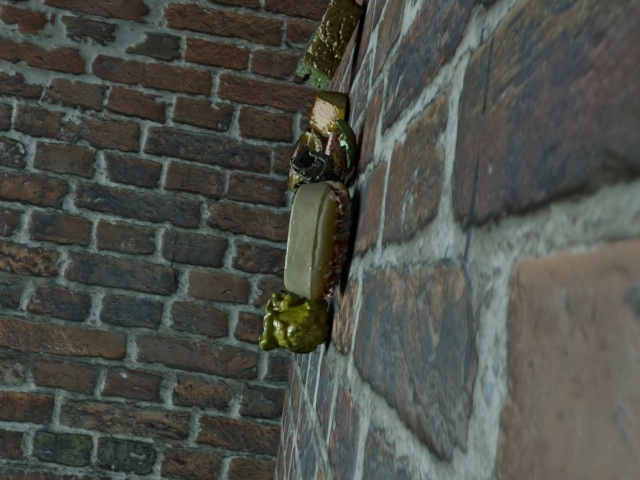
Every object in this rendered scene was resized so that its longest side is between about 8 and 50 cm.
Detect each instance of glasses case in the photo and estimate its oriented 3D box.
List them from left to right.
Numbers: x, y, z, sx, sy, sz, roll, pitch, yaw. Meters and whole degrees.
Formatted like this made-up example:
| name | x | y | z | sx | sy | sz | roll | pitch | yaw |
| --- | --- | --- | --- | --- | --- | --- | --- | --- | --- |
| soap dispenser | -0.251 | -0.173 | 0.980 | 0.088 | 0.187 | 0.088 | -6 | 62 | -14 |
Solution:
| name | x | y | z | sx | sy | sz | roll | pitch | yaw |
| --- | --- | --- | --- | --- | --- | --- | --- | --- | --- |
| glasses case | 0.046 | -0.243 | 1.818 | 0.049 | 0.073 | 0.194 | -76 | -3 | -64 |

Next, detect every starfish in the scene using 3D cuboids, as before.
| name | x | y | z | sx | sy | sz | roll | pitch | yaw |
| --- | --- | --- | --- | --- | --- | --- | --- | --- | --- |
| starfish | 0.003 | -0.245 | 2.090 | 0.302 | 0.060 | 0.299 | 20 | 99 | 58 |

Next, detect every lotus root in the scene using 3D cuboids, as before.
| name | x | y | z | sx | sy | sz | roll | pitch | yaw |
| --- | --- | --- | --- | --- | --- | --- | --- | --- | --- |
| lotus root | -0.033 | -0.297 | 2.377 | 0.193 | 0.193 | 0.290 | -97 | 20 | -76 |

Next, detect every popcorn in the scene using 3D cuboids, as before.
| name | x | y | z | sx | sy | sz | roll | pitch | yaw |
| --- | --- | --- | --- | --- | --- | --- | --- | --- | --- |
| popcorn | -0.070 | 0.224 | 1.658 | 0.218 | 0.189 | 0.169 | 173 | 102 | -88 |

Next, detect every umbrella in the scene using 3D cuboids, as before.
| name | x | y | z | sx | sy | sz | roll | pitch | yaw |
| --- | --- | --- | --- | --- | --- | --- | --- | --- | --- |
| umbrella | 0.005 | -0.158 | 1.651 | 0.358 | 0.113 | 0.106 | 36 | -111 | -76 |

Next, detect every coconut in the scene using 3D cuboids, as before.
| name | x | y | z | sx | sy | sz | roll | pitch | yaw |
| --- | --- | --- | --- | --- | --- | --- | --- | --- | --- |
| coconut | 0.068 | -0.241 | 1.565 | 0.133 | 0.055 | 0.158 | -76 | -17 | -60 |

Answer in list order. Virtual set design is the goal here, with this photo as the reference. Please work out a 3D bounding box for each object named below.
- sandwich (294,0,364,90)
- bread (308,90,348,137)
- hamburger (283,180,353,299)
| name | x | y | z | sx | sy | sz | roll | pitch | yaw |
| --- | --- | --- | --- | --- | --- | --- | --- | --- | --- |
| sandwich | 0.026 | -0.685 | 2.076 | 0.262 | 0.131 | 0.325 | -89 | 25 | -65 |
| bread | 0.026 | -0.445 | 2.108 | 0.260 | 0.134 | 0.129 | -89 | 9 | -61 |
| hamburger | 0.000 | 0.000 | 1.474 | 0.227 | 0.152 | 0.295 | -72 | -13 | -77 |
